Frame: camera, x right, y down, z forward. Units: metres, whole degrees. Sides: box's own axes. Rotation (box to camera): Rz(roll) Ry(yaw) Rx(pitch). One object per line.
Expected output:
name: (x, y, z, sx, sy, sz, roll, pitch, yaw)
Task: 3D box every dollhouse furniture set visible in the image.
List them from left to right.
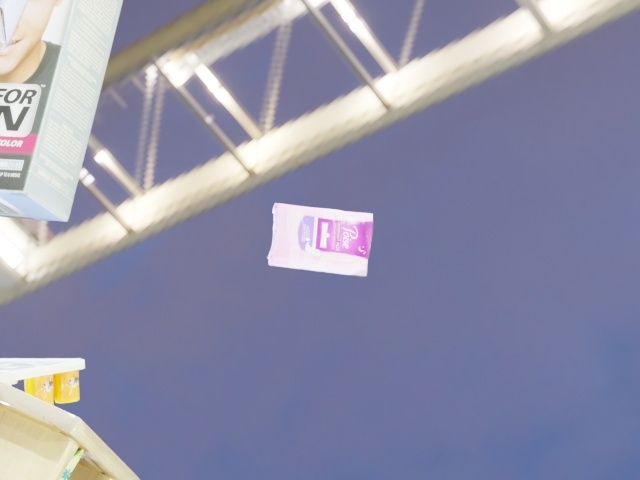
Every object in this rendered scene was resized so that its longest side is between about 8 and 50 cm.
dollhouse furniture set: (-0.205, 0.150, 0.657, 0.161, 0.101, 0.182, 21, -111, 21)

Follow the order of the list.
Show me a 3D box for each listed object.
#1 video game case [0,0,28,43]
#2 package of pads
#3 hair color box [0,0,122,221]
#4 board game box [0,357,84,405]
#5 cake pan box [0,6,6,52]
video game case: (-0.236, -0.233, 1.047, 0.019, 0.143, 0.157, -2, 176, -18)
package of pads: (0.000, 0.000, 1.137, 0.032, 0.083, 0.050, 112, -16, -72)
hair color box: (-0.377, -0.220, 1.767, 0.185, 0.113, 0.374, 4, -108, 22)
board game box: (-0.509, 0.165, 1.452, 0.390, 0.050, 0.390, -3, 180, 25)
cake pan box: (-0.360, -0.134, 0.841, 0.267, 0.246, 0.070, -36, -139, 10)
